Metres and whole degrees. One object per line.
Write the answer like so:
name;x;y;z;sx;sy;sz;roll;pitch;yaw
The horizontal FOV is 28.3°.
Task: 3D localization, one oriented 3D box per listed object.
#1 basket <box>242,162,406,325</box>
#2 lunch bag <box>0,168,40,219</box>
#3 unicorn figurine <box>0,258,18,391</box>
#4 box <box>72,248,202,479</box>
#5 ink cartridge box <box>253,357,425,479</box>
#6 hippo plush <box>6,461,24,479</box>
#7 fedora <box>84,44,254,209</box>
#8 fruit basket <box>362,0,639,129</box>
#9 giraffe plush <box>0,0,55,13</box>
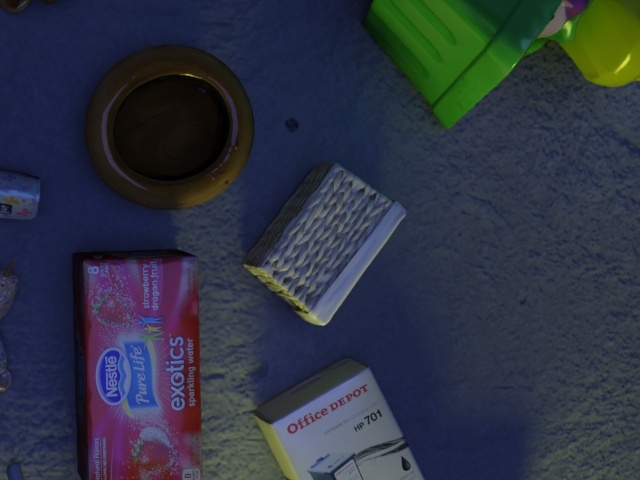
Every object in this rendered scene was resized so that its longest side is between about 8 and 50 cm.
basket;0.000;0.000;1.463;0.103;0.113;0.167;38;82;-13
lunch bag;-0.340;-0.050;1.373;0.071;0.083;0.053;6;91;-18
unicorn figurine;-0.376;0.097;1.390;0.111;0.060;0.162;-14;113;-16
box;-0.204;0.140;1.404;0.128;0.122;0.257;-1;94;-16
ink cartridge box;0.028;0.256;1.503;0.140;0.082;0.190;-29;102;-13
hippo plush;-0.232;0.426;1.379;0.236;0.294;0.234;27;87;-40
fedora;-0.173;-0.125;1.421;0.194;0.079;0.194;0;91;-22
fruit basket;0.263;-0.250;1.395;0.392;0.392;0.283;36;83;-15
giraffe plush;-0.316;-0.328;1.344;0.210;0.181;0.170;-38;117;-46
